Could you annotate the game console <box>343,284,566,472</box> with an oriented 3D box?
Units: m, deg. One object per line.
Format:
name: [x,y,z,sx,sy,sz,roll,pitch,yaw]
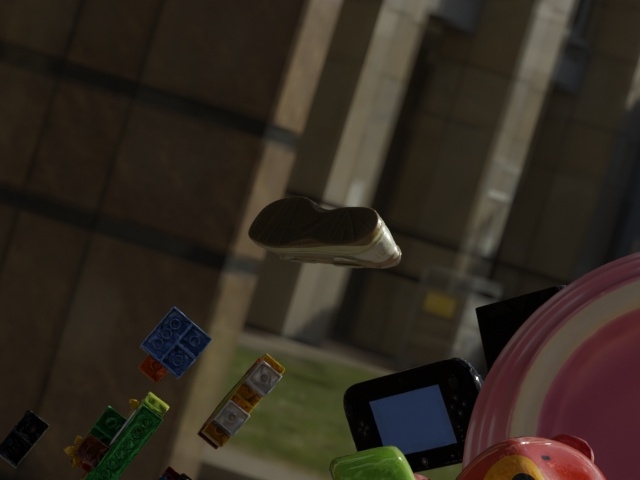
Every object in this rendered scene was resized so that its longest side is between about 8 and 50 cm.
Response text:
game console: [0.151,0.179,1.866,0.044,0.213,0.361,-5,-10,-39]

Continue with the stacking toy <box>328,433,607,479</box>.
stacking toy: [0.111,0.207,0.812,0.130,0.309,0.279,-20,-21,-3]

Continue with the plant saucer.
plant saucer: [0.254,0.148,1.265,0.332,0.332,0.084,17,-16,22]

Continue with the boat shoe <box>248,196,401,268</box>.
boat shoe: [0.001,-0.001,1.569,0.153,0.056,0.048,2,-38,45]

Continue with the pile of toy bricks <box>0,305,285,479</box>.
pile of toy bricks: [-0.127,0.134,1.161,0.118,0.212,0.105,40,-14,-2]
